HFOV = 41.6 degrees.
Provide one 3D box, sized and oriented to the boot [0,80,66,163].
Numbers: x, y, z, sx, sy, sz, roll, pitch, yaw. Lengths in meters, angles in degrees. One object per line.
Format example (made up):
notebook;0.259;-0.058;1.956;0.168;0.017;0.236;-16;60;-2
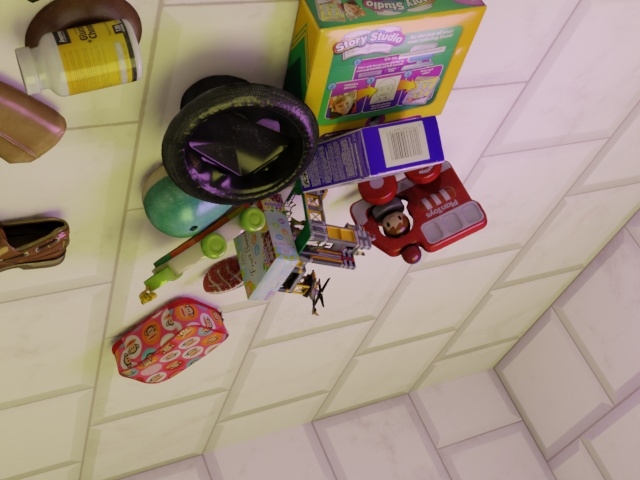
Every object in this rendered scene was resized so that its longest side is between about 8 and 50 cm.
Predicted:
boot;-0.604;-0.192;1.433;0.236;0.089;0.269;-31;153;9

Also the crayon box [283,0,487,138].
crayon box;0.117;-0.366;1.718;0.363;0.106;0.313;-13;148;-21

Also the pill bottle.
pill bottle;-0.387;-0.290;1.353;0.184;0.103;0.103;-17;150;-18

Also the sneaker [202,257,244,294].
sneaker;-0.203;0.092;2.242;0.225;0.088;0.092;-20;153;-10

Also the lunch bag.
lunch bag;-0.408;0.292;2.373;0.293;0.120;0.258;-34;151;13

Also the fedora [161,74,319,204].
fedora;-0.168;-0.221;1.669;0.334;0.152;0.334;-16;145;-12

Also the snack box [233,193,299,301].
snack box;-0.136;0.015;2.035;0.070;0.207;0.174;7;140;-29

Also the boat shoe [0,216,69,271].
boat shoe;-0.664;0.008;1.713;0.307;0.110;0.104;-16;148;-39

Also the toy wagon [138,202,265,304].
toy wagon;-0.282;0.025;1.917;0.344;0.068;0.267;-36;-173;-34

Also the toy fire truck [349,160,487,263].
toy fire truck;0.240;-0.076;2.150;0.302;0.254;0.169;-26;152;0

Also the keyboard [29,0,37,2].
keyboard;-0.459;-0.423;1.236;0.108;0.023;0.180;-32;153;24

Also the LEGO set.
LEGO set;0.000;0.000;2.084;0.192;0.255;0.331;10;130;-25

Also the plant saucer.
plant saucer;-0.395;-0.332;1.425;0.199;0.036;0.198;-21;151;-12

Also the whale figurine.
whale figurine;-0.247;-0.093;1.833;0.272;0.141;0.216;-14;149;-16

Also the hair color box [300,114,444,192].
hair color box;0.097;-0.183;1.838;0.185;0.110;0.339;-13;-176;-24
